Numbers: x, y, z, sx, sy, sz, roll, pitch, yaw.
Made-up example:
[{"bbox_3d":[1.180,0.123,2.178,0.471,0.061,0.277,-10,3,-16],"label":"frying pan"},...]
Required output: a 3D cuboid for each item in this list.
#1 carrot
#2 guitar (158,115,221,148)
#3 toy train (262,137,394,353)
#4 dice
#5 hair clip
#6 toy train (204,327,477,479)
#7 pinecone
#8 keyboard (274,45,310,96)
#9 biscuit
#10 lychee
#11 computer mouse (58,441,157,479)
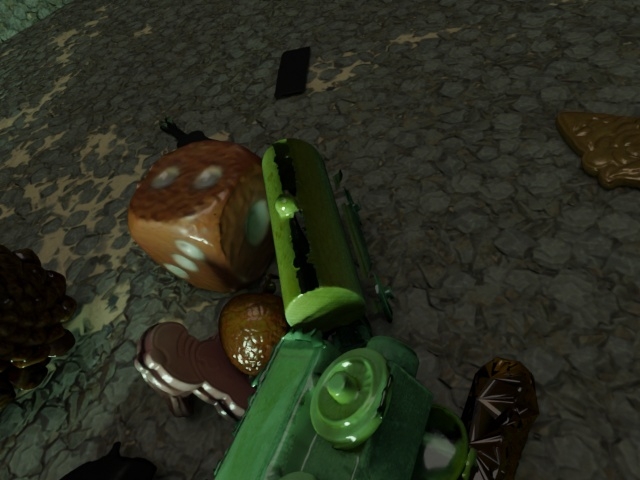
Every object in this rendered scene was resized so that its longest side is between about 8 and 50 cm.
[{"bbox_3d":[0.154,0.223,0.428,0.069,0.069,0.228,14,58,28],"label":"carrot"},{"bbox_3d":[-0.289,-0.218,0.961,0.084,0.038,0.271,-38,50,-15],"label":"guitar"},{"bbox_3d":[0.007,-0.004,0.581,0.126,0.189,0.307,-15,50,2],"label":"toy train"},{"bbox_3d":[-0.168,-0.039,0.681,0.179,0.174,0.175,12,58,25],"label":"dice"},{"bbox_3d":[-0.148,0.152,0.542,0.102,0.138,0.123,-21,41,-6],"label":"hair clip"},{"bbox_3d":[0.007,0.214,0.407,0.188,0.159,0.271,-14,41,48],"label":"toy train"},{"bbox_3d":[-0.499,0.126,0.614,0.264,0.264,0.264,-9,49,11],"label":"pinecone"},{"bbox_3d":[-0.064,-0.399,1.053,0.074,0.015,0.196,-5,51,10],"label":"keyboard"},{"bbox_3d":[0.452,-0.135,0.651,0.162,0.035,0.250,-31,47,-14],"label":"biscuit"},{"bbox_3d":[-0.082,0.103,0.583,0.101,0.114,0.140,-14,63,-3],"label":"lychee"},{"bbox_3d":[-0.260,0.327,0.448,0.147,0.088,0.264,-23,23,23],"label":"computer mouse"}]
